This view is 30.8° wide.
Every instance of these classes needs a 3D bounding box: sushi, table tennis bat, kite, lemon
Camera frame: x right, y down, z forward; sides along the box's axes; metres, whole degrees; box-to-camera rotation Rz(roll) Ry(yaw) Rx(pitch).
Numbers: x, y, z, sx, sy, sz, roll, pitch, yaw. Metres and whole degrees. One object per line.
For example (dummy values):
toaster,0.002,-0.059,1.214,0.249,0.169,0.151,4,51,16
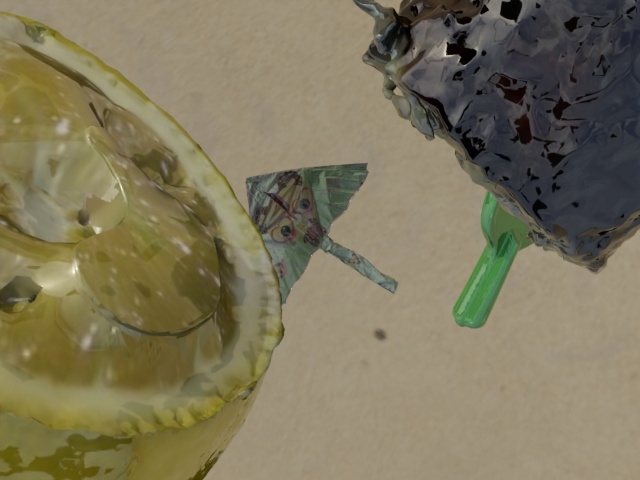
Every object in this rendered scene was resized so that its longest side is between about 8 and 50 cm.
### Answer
sushi,0.210,-0.155,0.887,0.294,0.299,0.281,-41,82,12
table tennis bat,0.209,-0.021,1.241,0.039,0.160,0.257,32,102,35
kite,0.001,0.000,1.413,0.250,0.229,0.012,36,168,-23
lemon,-0.226,0.064,0.685,0.364,0.364,0.364,11,121,18
